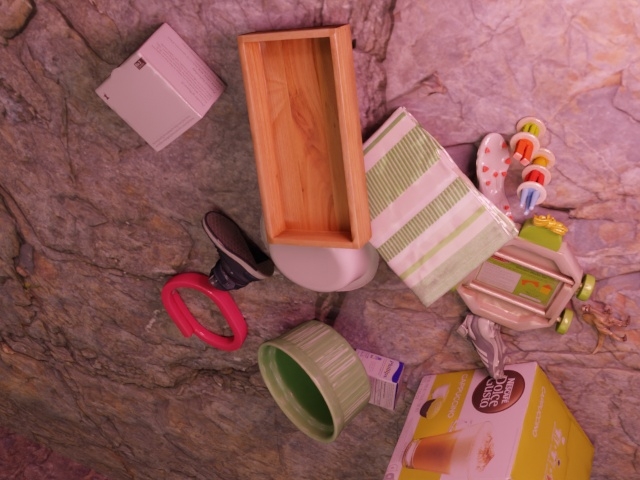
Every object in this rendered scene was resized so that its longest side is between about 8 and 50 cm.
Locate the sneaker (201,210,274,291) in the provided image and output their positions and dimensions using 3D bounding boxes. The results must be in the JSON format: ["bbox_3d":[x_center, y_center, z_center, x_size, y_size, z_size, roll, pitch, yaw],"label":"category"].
[{"bbox_3d":[-0.246,0.036,1.940,0.163,0.086,0.226,-23,119,39],"label":"sneaker"}]

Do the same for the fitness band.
[{"bbox_3d":[-0.319,0.201,2.182,0.209,0.054,0.290,-3,131,28],"label":"fitness band"}]

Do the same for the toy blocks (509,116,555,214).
[{"bbox_3d":[0.367,-0.128,1.384,0.054,0.148,0.123,-6,129,33],"label":"toy blocks"}]

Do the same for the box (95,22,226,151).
[{"bbox_3d":[-0.326,-0.310,1.605,0.182,0.119,0.181,46,137,-19],"label":"box"}]

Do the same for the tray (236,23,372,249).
[{"bbox_3d":[-0.025,-0.191,1.493,0.203,0.076,0.410,3,111,27],"label":"tray"}]

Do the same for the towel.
[{"bbox_3d":[0.185,-0.063,1.512,0.325,0.038,0.248,49,119,3],"label":"towel"}]

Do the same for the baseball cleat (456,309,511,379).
[{"bbox_3d":[0.377,0.235,1.827,0.110,0.072,0.205,15,135,36],"label":"baseball cleat"}]

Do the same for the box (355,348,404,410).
[{"bbox_3d":[0.144,0.367,2.074,0.137,0.072,0.126,16,137,15],"label":"box"}]

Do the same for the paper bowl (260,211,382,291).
[{"bbox_3d":[0.000,0.000,1.723,0.284,0.148,0.284,17,139,15],"label":"paper bowl"}]

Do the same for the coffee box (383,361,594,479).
[{"bbox_3d":[0.418,0.540,1.896,0.334,0.337,0.338,-16,122,39],"label":"coffee box"}]

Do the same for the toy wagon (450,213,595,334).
[{"bbox_3d":[0.419,0.059,1.610,0.267,0.068,0.344,21,138,8],"label":"toy wagon"}]

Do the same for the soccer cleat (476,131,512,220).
[{"bbox_3d":[0.322,-0.115,1.490,0.068,0.076,0.196,-17,118,-9],"label":"soccer cleat"}]

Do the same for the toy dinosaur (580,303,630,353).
[{"bbox_3d":[0.601,0.180,1.658,0.093,0.053,0.183,9,147,38],"label":"toy dinosaur"}]

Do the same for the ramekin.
[{"bbox_3d":[-0.011,0.352,2.015,0.303,0.148,0.303,37,145,32],"label":"ramekin"}]
